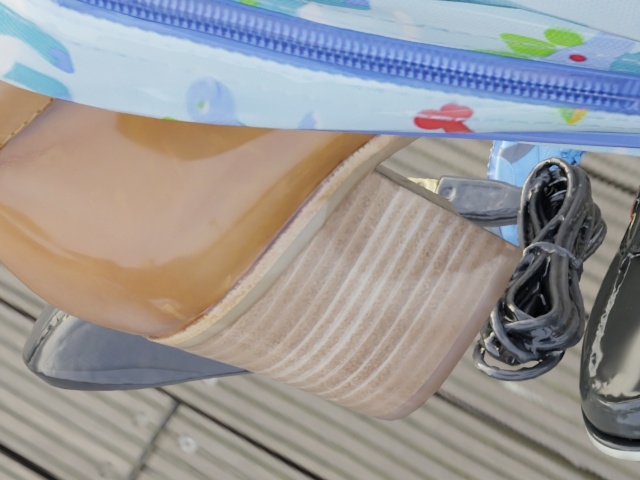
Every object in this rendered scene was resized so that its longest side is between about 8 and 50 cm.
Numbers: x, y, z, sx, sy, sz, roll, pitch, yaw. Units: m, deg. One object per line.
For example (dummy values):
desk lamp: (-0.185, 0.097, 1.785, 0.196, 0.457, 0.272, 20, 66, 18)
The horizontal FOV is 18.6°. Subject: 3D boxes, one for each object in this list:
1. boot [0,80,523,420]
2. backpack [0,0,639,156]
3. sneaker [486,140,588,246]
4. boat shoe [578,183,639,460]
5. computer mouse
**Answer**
boot: (-0.012, -0.112, 0.527, 0.283, 0.220, 0.109, -60, 24, 2)
backpack: (0.061, -0.141, 0.344, 0.356, 0.273, 0.290, 8, 62, -17)
sneaker: (0.194, -0.088, 1.605, 0.082, 0.069, 0.209, 10, 73, 27)
boat shoe: (0.097, -0.005, 0.491, 0.049, 0.042, 0.133, 12, 57, 35)
computer mouse: (0.000, 0.000, 0.886, 0.262, 0.060, 0.184, -3, 24, 22)
